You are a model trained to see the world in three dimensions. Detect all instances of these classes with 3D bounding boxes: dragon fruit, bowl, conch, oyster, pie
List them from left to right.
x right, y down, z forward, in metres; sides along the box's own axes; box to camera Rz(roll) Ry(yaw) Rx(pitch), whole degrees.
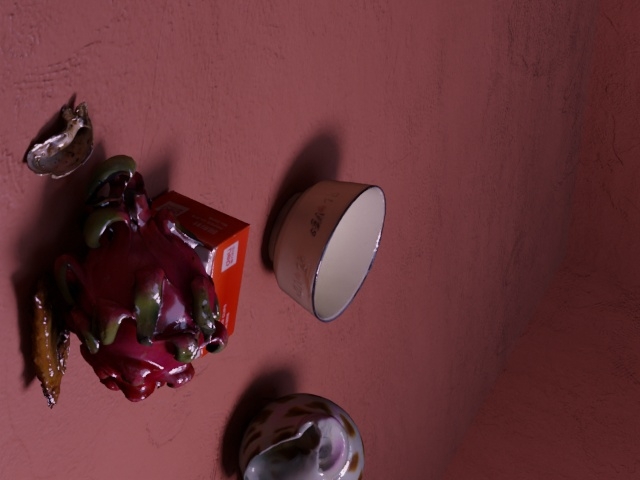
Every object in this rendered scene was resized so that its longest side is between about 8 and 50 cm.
[{"bbox_3d":[-0.321,0.107,1.546,0.088,0.033,0.191,-67,166,-49],"label":"pie"},{"bbox_3d":[-0.288,-0.108,1.419,0.083,0.038,0.080,-9,97,-35],"label":"oyster"},{"bbox_3d":[-0.224,0.050,1.531,0.198,0.272,0.218,-26,-177,26],"label":"dragon fruit"},{"bbox_3d":[-0.047,0.398,2.331,0.249,0.197,0.368,-6,131,-24],"label":"conch"},{"bbox_3d":[0.000,0.000,2.099,0.237,0.126,0.237,-51,156,-35],"label":"bowl"}]

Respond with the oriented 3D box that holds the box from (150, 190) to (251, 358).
[{"bbox_3d":[-0.178,0.046,1.692,0.099,0.133,0.182,-35,144,-51],"label":"box"}]
